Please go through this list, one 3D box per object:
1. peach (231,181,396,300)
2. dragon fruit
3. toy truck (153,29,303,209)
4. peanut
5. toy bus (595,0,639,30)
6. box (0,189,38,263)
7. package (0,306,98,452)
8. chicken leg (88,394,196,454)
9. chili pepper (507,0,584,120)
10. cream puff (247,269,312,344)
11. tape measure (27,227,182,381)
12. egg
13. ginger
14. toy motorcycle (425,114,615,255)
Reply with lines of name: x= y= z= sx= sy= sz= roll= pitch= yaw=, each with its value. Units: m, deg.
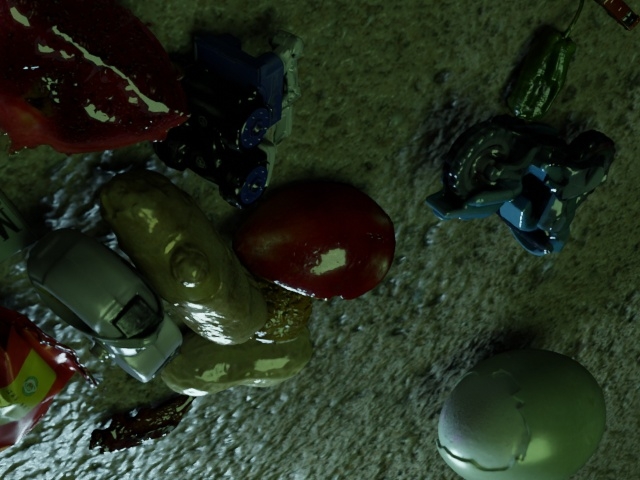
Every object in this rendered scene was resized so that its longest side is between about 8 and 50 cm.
peach: x=0.005 y=-0.005 z=1.718 sx=0.267 sy=0.159 sz=0.153 roll=10 pitch=117 yaw=-40
dragon fruit: x=-0.308 y=-0.193 z=1.317 sx=0.211 sy=0.134 sz=0.262 roll=-39 pitch=128 yaw=21
toy truck: x=-0.106 y=-0.165 z=1.488 sx=0.177 sy=0.161 sz=0.213 roll=-40 pitch=149 yaw=-36
peanut: x=-0.134 y=0.187 z=1.832 sx=0.257 sy=0.123 sz=0.123 roll=-12 pitch=135 yaw=-25
toy bus: x=0.454 y=-0.359 z=1.773 sx=0.031 sy=0.043 sz=0.110 roll=-49 pitch=140 yaw=15
box: x=-0.461 y=0.008 z=1.464 sx=0.178 sy=0.036 sz=0.115 roll=-34 pitch=142 yaw=-4
package: x=-0.533 y=0.237 z=1.573 sx=0.424 sy=0.123 sz=0.196 roll=-31 pitch=144 yaw=-8
chicken leg: x=-0.276 y=0.294 z=1.885 sx=0.219 sy=0.048 sz=0.089 roll=-20 pitch=142 yaw=-19
chili pepper: x=0.347 y=-0.272 z=1.766 sx=0.072 sy=0.073 sz=0.204 roll=5 pitch=126 yaw=-23
cream puff: x=-0.080 y=0.092 z=1.760 sx=0.126 sy=0.144 sz=0.103 roll=-28 pitch=129 yaw=-47
tape measure: x=-0.286 y=0.071 z=1.484 sx=0.120 sy=0.236 sz=0.197 roll=-49 pitch=176 yaw=-15
egg: x=0.382 y=0.355 z=2.258 sx=0.336 sy=0.278 sz=0.278 roll=-11 pitch=135 yaw=-34
ginger: x=-0.175 y=0.034 z=1.572 sx=0.126 sy=0.190 sz=0.354 roll=-45 pitch=138 yaw=-7
toy motorcycle: x=0.326 y=-0.077 z=1.861 sx=0.416 sy=0.172 sz=0.232 roll=-2 pitch=125 yaw=-47
